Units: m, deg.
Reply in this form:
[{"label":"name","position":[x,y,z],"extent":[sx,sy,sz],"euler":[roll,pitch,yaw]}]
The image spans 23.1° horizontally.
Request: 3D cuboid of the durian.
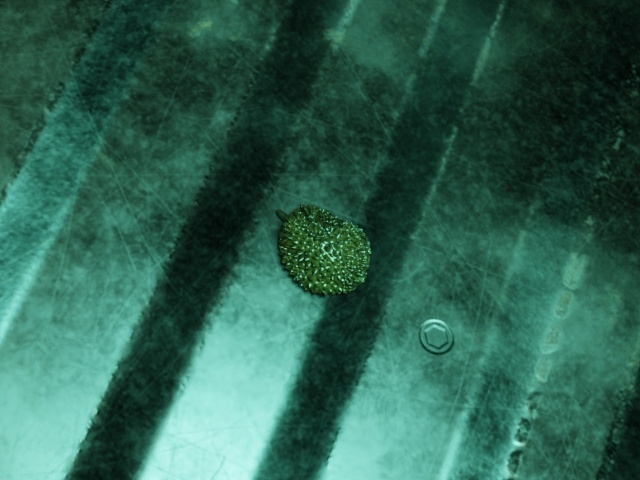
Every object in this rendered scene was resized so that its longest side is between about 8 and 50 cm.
[{"label":"durian","position":[0.002,-0.002,1.903],"extent":[0.140,0.071,0.110],"euler":[41,60,11]}]
